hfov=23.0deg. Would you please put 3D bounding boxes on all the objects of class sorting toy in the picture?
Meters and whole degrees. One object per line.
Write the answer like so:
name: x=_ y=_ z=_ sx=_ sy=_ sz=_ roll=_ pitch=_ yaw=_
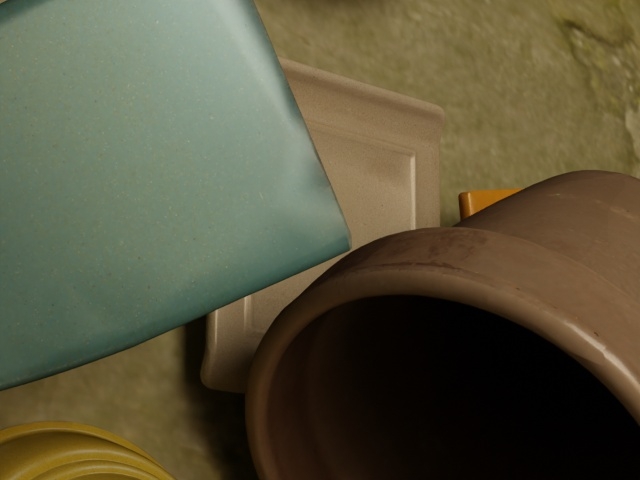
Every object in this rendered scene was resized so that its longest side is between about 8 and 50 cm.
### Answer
sorting toy: x=0.000 y=0.000 z=0.947 sx=0.347 sy=0.047 sz=0.196 roll=12 pitch=77 yaw=-39

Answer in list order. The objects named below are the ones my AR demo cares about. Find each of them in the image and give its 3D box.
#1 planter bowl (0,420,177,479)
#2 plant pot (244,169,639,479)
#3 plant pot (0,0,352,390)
planter bowl: x=-0.099 y=0.190 z=0.761 sx=0.217 sy=0.090 sz=0.217 roll=16 pitch=67 yaw=-41
plant pot: x=0.122 y=0.073 z=0.874 sx=0.263 sy=0.263 sz=0.229 roll=59 pitch=42 yaw=-15
plant pot: x=-0.144 y=-0.020 z=0.710 sx=0.234 sy=0.165 sz=0.166 roll=-29 pitch=102 yaw=-25
